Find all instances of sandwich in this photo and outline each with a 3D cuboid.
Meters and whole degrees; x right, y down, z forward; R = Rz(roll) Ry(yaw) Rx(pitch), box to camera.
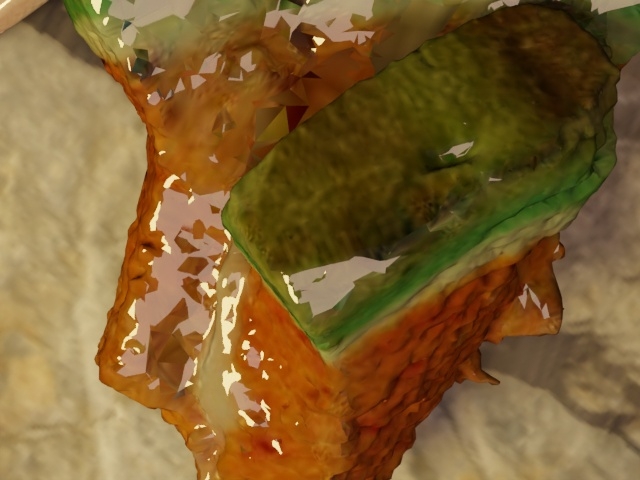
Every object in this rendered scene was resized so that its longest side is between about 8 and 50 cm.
[{"bbox_3d":[0.000,0.000,0.633,0.251,0.162,0.301,8,109,-9],"label":"sandwich"}]

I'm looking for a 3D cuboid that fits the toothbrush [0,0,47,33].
[{"bbox_3d":[-0.167,-0.085,0.675,0.307,0.025,0.029,-36,97,10],"label":"toothbrush"}]
